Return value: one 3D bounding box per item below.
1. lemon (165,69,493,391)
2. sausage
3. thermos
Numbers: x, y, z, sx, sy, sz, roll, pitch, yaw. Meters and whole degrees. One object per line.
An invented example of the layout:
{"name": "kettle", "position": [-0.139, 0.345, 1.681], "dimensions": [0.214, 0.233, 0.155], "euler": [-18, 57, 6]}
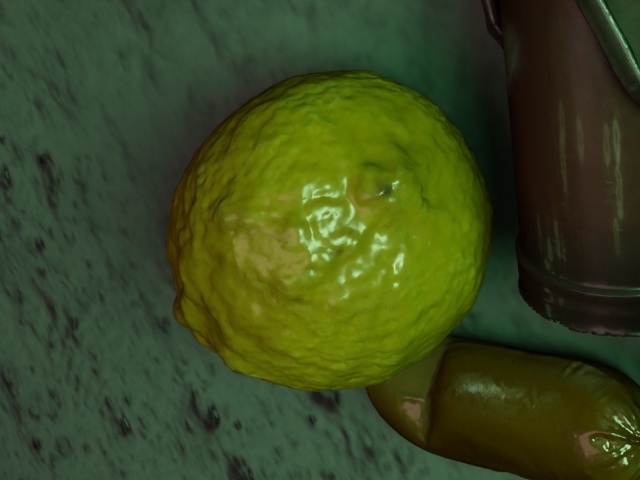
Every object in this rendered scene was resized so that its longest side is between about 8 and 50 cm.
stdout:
{"name": "lemon", "position": [0.000, 0.000, 0.737], "dimensions": [0.142, 0.142, 0.187], "euler": [60, 147, 2]}
{"name": "sausage", "position": [0.088, 0.079, 0.758], "dimensions": [0.183, 0.054, 0.062], "euler": [4, 84, 50]}
{"name": "thermos", "position": [0.105, -0.088, 0.592], "dimensions": [0.124, 0.099, 0.232], "euler": [18, 127, 44]}
